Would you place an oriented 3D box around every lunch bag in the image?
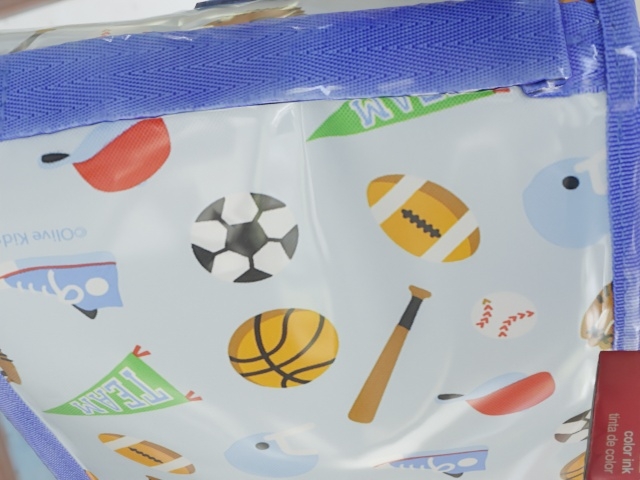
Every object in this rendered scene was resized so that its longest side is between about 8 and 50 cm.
[{"bbox_3d":[0.000,0.000,0.766,0.385,0.327,0.239,70,16,-63],"label":"lunch bag"}]

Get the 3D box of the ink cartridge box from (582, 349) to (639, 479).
[{"bbox_3d":[0.184,0.105,0.505,0.072,0.175,0.127,-68,151,-52],"label":"ink cartridge box"}]
